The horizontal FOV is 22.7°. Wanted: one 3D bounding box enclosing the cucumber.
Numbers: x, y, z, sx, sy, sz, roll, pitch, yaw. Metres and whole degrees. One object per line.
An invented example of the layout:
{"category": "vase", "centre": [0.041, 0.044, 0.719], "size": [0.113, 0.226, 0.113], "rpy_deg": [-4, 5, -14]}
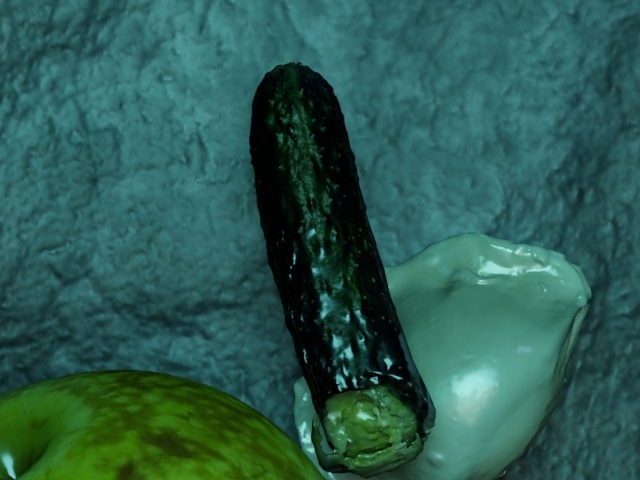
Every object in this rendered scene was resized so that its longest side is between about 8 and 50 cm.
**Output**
{"category": "cucumber", "centre": [-0.001, -0.001, 0.826], "size": [0.067, 0.067, 0.245], "rpy_deg": [-14, 60, -4]}

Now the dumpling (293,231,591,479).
{"category": "dumpling", "centre": [0.062, 0.073, 0.856], "size": [0.127, 0.108, 0.188], "rpy_deg": [36, 87, 22]}

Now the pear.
{"category": "pear", "centre": [-0.105, 0.202, 0.765], "size": [0.283, 0.283, 0.283], "rpy_deg": [0, 88, -4]}
